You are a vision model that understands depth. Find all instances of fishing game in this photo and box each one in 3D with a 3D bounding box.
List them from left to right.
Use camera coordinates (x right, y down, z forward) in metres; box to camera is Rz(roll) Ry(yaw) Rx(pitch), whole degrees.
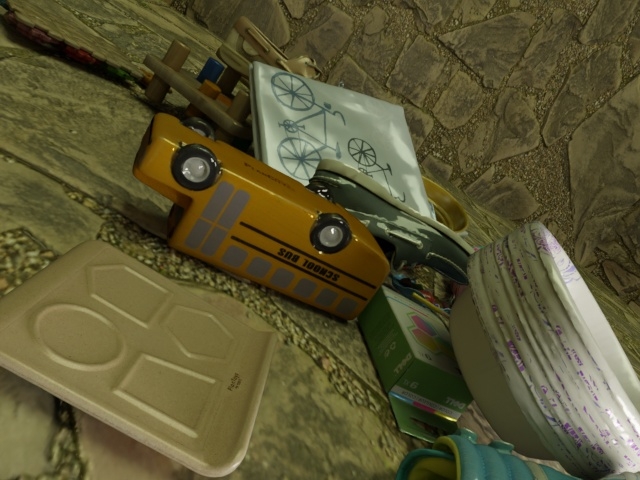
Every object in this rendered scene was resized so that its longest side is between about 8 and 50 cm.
[{"bbox_3d":[0.177,0.087,0.903,0.189,0.041,0.264,33,3,0],"label":"fishing game"}]

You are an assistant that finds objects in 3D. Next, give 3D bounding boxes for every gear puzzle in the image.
[{"bbox_3d":[-0.440,-0.361,1.081,0.338,0.044,0.175,18,22,-48],"label":"gear puzzle"}]

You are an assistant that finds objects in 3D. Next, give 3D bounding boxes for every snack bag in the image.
[{"bbox_3d":[0.040,-0.161,0.988,0.342,0.037,0.323,8,55,-27],"label":"snack bag"}]

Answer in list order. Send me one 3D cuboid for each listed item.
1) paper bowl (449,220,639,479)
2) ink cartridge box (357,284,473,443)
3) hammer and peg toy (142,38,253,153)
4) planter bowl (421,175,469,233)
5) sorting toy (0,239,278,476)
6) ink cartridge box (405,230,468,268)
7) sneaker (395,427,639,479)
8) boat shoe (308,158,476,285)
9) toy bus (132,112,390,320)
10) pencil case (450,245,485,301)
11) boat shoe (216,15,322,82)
[{"bbox_3d":[0.258,0.133,0.646,0.284,0.148,0.284,44,27,-30],"label":"paper bowl"},{"bbox_3d":[0.126,0.152,0.686,0.108,0.062,0.209,28,19,-22],"label":"ink cartridge box"},{"bbox_3d":[-0.173,-0.269,1.160,0.266,0.127,0.361,40,15,17],"label":"hammer and peg toy"},{"bbox_3d":[0.186,-0.053,1.142,0.217,0.090,0.217,18,34,-13],"label":"planter bowl"},{"bbox_3d":[-0.144,0.084,0.447,0.208,0.038,0.193,27,18,-6],"label":"sorting toy"},{"bbox_3d":[0.150,-0.071,1.272,0.308,0.091,0.385,41,18,20],"label":"ink cartridge box"},{"bbox_3d":[0.176,0.234,0.475,0.208,0.127,0.319,12,-18,23],"label":"sneaker"},{"bbox_3d":[0.111,-0.001,0.856,0.319,0.099,0.116,32,-13,-16],"label":"boat shoe"},{"bbox_3d":[-0.071,-0.025,0.690,0.332,0.130,0.108,25,21,-25],"label":"toy bus"},{"bbox_3d":[0.323,0.091,1.102,0.124,0.124,0.284,34,19,2],"label":"pencil case"},{"bbox_3d":[-0.052,-0.335,1.158,0.341,0.110,0.122,34,14,-3],"label":"boat shoe"}]
